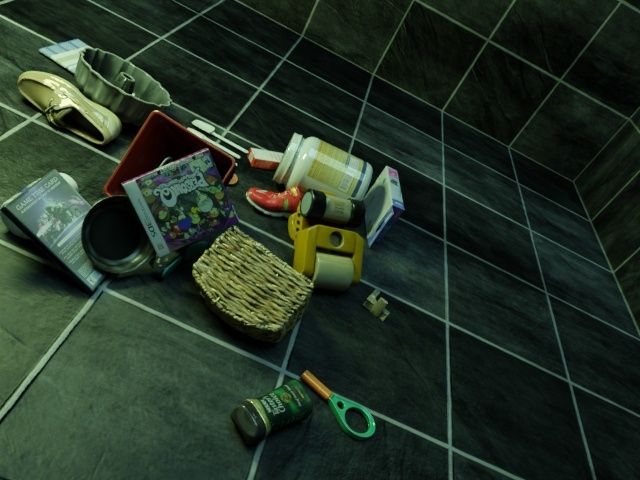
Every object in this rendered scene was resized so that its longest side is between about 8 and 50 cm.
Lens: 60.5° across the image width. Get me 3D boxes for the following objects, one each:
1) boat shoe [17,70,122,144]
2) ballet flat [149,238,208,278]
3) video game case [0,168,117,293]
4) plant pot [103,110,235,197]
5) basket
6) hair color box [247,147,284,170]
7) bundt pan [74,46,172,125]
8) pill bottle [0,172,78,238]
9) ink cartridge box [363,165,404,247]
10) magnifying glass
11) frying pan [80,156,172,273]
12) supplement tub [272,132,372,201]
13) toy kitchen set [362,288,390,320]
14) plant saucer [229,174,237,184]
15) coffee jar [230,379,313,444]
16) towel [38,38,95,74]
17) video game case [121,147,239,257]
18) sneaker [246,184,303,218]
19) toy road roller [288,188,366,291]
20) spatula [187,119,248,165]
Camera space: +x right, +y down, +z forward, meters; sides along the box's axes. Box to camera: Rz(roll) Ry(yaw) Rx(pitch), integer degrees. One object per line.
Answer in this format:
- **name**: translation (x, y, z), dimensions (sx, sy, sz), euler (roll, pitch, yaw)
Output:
- **boat shoe**: translation (-0.804, -0.418, 1.728), dimensions (0.341, 0.121, 0.110), euler (27, 34, -7)
- **ballet flat**: translation (-0.396, 0.033, 1.519), dimensions (0.074, 0.074, 0.203), euler (37, 37, 8)
- **video game case**: translation (-0.616, -0.026, 1.356), dimensions (0.274, 0.026, 0.196), euler (51, 30, -20)
- **plant pot**: translation (-0.402, -0.169, 1.581), dimensions (0.268, 0.267, 0.236), euler (32, 0, 1)
- **basket**: translation (-0.194, 0.146, 1.505), dimensions (0.299, 0.223, 0.213), euler (36, 68, 7)
- **hair color box**: translation (-0.203, -0.310, 2.106), dimensions (0.141, 0.043, 0.072), euler (5, 42, -31)
- **bundt pan**: translation (-0.689, -0.513, 1.886), dimensions (0.331, 0.124, 0.330), euler (33, 20, -14)
- **pill bottle**: translation (-0.710, -0.096, 1.407), dimensions (0.112, 0.112, 0.186), euler (28, 35, -4)
- **ink cartridge box**: translation (0.237, -0.123, 2.074), dimensions (0.065, 0.185, 0.311), euler (23, 36, -15)
- **magnifying glass**: translation (0.043, 0.417, 1.402), dimensions (0.231, 0.026, 0.092), euler (38, 35, 12)
- **frying pan**: translation (-0.499, -0.079, 1.392), dimensions (0.197, 0.053, 0.325), euler (14, 81, -43)
- **supplement tub**: translation (0.006, -0.241, 2.013), dimensions (0.317, 0.228, 0.228), euler (25, 35, -9)
- **toy kitchen set**: translation (0.196, 0.195, 1.752), dimensions (0.083, 0.068, 0.075), euler (38, 35, 10)
- **plant saucer**: translation (-0.333, -0.223, 1.928), dimensions (0.084, 0.013, 0.083), euler (20, 37, -16)
- **coffee jar**: translation (-0.112, 0.396, 1.266), dimensions (0.185, 0.079, 0.096), euler (-13, 53, -44)
- **towel**: translation (-0.870, -0.660, 2.060), dimensions (0.285, 0.034, 0.209), euler (32, 37, 5)
- **video game case**: translation (-0.355, -0.097, 1.411), dimensions (0.232, 0.210, 0.042), euler (-25, 22, -15)
- **sneaker**: translation (-0.119, -0.147, 1.900), dimensions (0.279, 0.118, 0.107), euler (13, 38, -24)
- **toy road roller**: translation (0.000, 0.000, 1.783), dimensions (0.203, 0.241, 0.329), euler (11, 77, -27)
- **spatula**: translation (-0.395, -0.367, 2.053), dimensions (0.242, 0.019, 0.168), euler (28, 34, -1)
